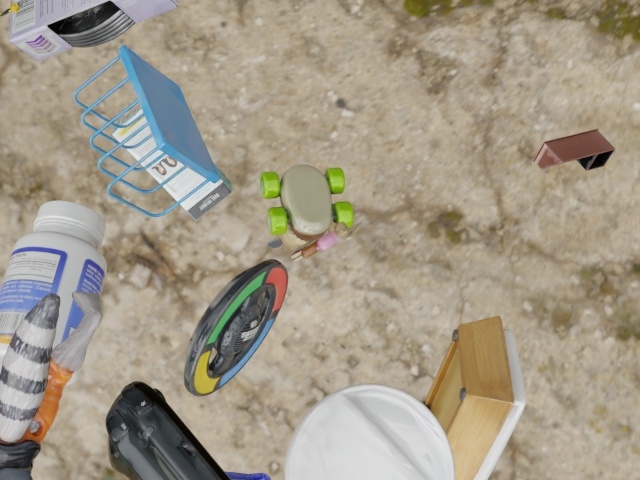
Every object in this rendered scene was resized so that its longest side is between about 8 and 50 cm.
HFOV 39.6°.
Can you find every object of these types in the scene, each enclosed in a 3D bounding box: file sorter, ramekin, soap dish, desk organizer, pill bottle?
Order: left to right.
[{"bbox_3d":[-0.426,0.081,1.409,0.152,0.272,0.152,6,152,3],"label":"pill bottle"},{"bbox_3d":[-0.225,-0.133,1.120,0.104,0.118,0.170,-34,60,14],"label":"file sorter"},{"bbox_3d":[0.066,0.367,1.404,0.273,0.273,0.127,46,158,2],"label":"ramekin"},{"bbox_3d":[0.285,0.318,1.710,0.118,0.229,0.291,12,127,-6],"label":"soap dish"},{"bbox_3d":[0.424,-0.143,1.483,0.050,0.130,0.047,56,146,30],"label":"desk organizer"}]

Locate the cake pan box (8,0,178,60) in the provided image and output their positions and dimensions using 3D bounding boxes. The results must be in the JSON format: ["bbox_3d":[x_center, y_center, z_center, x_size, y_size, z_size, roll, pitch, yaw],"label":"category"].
[{"bbox_3d":[-0.319,-0.402,1.243,0.245,0.070,0.267,-17,65,22],"label":"cake pan box"}]

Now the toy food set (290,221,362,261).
[{"bbox_3d":[0.000,0.000,1.293,0.122,0.078,0.019,-25,103,29],"label":"toy food set"}]

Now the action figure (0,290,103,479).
[{"bbox_3d":[-0.331,0.198,0.761,0.178,0.341,0.330,4,85,34],"label":"action figure"}]

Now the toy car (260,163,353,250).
[{"bbox_3d":[-0.039,-0.041,1.702,0.188,0.155,0.149,111,151,-59],"label":"toy car"}]

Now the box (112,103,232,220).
[{"bbox_3d":[-0.290,-0.162,1.763,0.100,0.060,0.244,-37,115,11],"label":"box"}]

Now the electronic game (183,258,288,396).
[{"bbox_3d":[-0.120,0.128,1.294,0.048,0.229,0.229,32,119,18],"label":"electronic game"}]

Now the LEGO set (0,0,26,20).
[{"bbox_3d":[-0.450,-0.364,1.134,0.254,0.192,0.331,31,74,16],"label":"LEGO set"}]

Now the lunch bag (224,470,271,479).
[{"bbox_3d":[-0.188,0.727,1.842,0.328,0.238,0.385,-53,45,21],"label":"lunch bag"}]

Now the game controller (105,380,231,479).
[{"bbox_3d":[-0.095,0.277,0.842,0.319,0.067,0.166,47,154,14],"label":"game controller"}]
